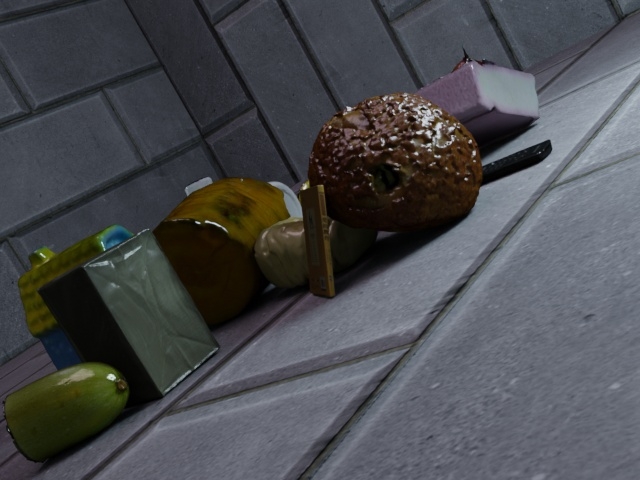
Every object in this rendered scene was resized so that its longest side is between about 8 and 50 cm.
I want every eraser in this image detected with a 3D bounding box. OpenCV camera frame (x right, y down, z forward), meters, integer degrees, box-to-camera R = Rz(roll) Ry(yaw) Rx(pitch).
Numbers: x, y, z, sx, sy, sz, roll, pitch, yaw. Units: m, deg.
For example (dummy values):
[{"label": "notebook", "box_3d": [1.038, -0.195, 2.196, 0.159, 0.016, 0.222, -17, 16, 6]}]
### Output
[{"label": "eraser", "box_3d": [0.276, -0.261, 1.857, 0.359, 0.122, 0.272, -22, -15, 40]}]

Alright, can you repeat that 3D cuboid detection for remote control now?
[{"label": "remote control", "box_3d": [0.305, -0.123, 1.499, 0.245, 0.025, 0.063, -21, 12, 45]}]

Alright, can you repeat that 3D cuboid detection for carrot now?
[{"label": "carrot", "box_3d": [-0.199, 0.017, 1.621, 0.241, 0.242, 0.341, -27, 9, 18]}]

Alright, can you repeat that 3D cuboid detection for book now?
[{"label": "book", "box_3d": [-0.006, 0.001, 1.317, 0.012, 0.172, 0.118, -6, 2, -16]}]

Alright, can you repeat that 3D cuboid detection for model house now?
[{"label": "model house", "box_3d": [-0.431, 0.124, 1.623, 0.237, 0.303, 0.215, -25, 15, 23]}]

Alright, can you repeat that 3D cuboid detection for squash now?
[{"label": "squash", "box_3d": [-0.369, 0.243, 1.240, 0.186, 0.123, 0.123, -28, 8, 12]}]

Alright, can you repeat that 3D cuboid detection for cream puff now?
[{"label": "cream puff", "box_3d": [0.118, -0.139, 1.367, 0.303, 0.212, 0.303, -5, 17, 1]}]

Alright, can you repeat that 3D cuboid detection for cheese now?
[{"label": "cheese", "box_3d": [0.000, 0.000, 1.497, 0.214, 0.117, 0.226, -16, 10, 36]}]

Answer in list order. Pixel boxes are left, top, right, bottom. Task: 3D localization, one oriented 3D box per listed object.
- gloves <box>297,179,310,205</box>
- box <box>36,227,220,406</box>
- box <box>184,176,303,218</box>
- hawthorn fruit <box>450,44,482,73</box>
[{"label": "gloves", "box_3d": [0.069, -0.119, 2.059, 0.133, 0.116, 0.294, -23, 7, -32]}, {"label": "box", "box_3d": [-0.300, 0.125, 1.322, 0.149, 0.231, 0.155, -22, 9, 42]}, {"label": "box", "box_3d": [-0.168, -0.011, 1.876, 0.206, 0.262, 0.291, -12, 54, 32]}, {"label": "hawthorn fruit", "box_3d": [0.397, -0.387, 2.116, 0.181, 0.235, 0.181, -19, 14, 5]}]
